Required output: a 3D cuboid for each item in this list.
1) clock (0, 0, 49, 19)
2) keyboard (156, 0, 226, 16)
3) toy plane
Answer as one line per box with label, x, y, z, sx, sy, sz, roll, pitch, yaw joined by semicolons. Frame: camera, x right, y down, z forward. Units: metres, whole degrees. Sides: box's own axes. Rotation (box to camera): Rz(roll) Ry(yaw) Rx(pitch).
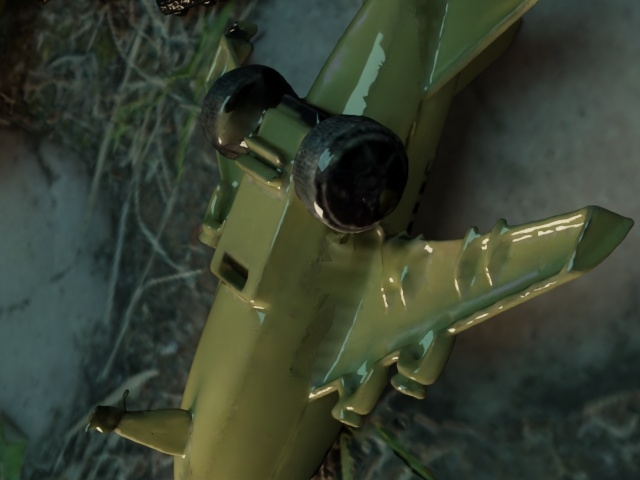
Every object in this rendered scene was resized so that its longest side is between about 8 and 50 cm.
clock;-0.168;-0.197;0.655;0.170;0.069;0.232;-26;67;29
keyboard;0.007;-0.146;0.557;0.195;0.018;0.060;-10;68;33
toy plane;0.000;0.000;0.488;0.242;0.104;0.256;33;94;50
